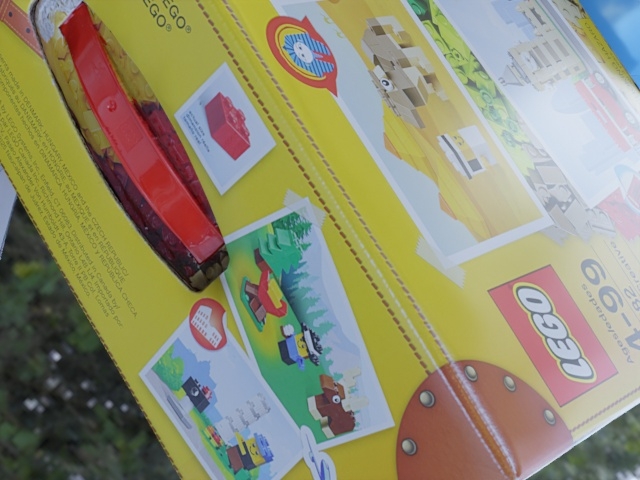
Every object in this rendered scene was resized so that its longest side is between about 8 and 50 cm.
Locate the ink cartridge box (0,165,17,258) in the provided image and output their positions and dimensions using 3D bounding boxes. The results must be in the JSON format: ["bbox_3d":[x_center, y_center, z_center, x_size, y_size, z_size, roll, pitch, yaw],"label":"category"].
[{"bbox_3d":[-0.248,-0.022,1.019,0.097,0.046,0.207,151,-46,-68],"label":"ink cartridge box"}]

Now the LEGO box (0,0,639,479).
[{"bbox_3d":[0.007,-0.087,0.857,0.193,0.500,0.372,-40,167,35],"label":"LEGO box"}]

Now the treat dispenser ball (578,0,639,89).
[{"bbox_3d":[0.225,-0.200,1.148,0.288,0.288,0.288,-36,-162,14],"label":"treat dispenser ball"}]
